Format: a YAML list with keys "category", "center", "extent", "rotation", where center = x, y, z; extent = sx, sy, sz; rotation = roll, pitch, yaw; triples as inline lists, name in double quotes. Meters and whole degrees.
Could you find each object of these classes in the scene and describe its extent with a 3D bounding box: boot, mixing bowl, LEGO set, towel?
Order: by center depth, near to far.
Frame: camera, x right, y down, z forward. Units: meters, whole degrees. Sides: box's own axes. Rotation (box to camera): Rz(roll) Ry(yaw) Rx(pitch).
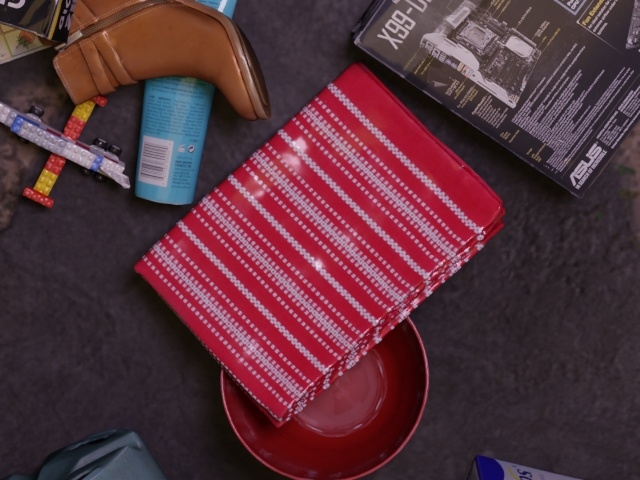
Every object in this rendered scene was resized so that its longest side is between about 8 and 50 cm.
- category: "boot"
  center: [-0.142, -0.153, 1.367]
  extent: [0.152, 0.073, 0.197]
  rotation: [-32, 79, 4]
- category: "towel"
  center: [0.000, 0.000, 1.410]
  extent: [0.275, 0.031, 0.199]
  rotation: [-43, 80, 0]
- category: "LEGO set"
  center: [-0.276, -0.108, 1.418]
  extent: [0.244, 0.060, 0.182]
  rotation: [-19, 109, 1]
- category: "mixing bowl"
  center: [0.008, 0.126, 1.457]
  extent: [0.181, 0.098, 0.181]
  rotation: [-1, 82, 6]

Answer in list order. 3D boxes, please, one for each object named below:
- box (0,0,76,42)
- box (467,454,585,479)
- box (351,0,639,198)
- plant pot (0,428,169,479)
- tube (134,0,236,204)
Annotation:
- category: "box"
  center: [-0.324, -0.326, 1.303]
  extent: [0.322, 0.079, 0.257]
  rotation: [18, 94, 2]
- category: "box"
  center: [0.203, 0.269, 1.502]
  extent: [0.137, 0.126, 0.072]
  rotation: [13, 108, -5]
- category: "box"
  center: [0.209, -0.226, 1.378]
  extent: [0.242, 0.076, 0.307]
  rotation: [33, 104, -10]
- category: "plant pot"
  center: [-0.194, 0.369, 1.442]
  extent: [0.341, 0.341, 0.334]
  rotation: [-26, 98, 7]
- category: "tube"
  center: [-0.122, -0.136, 1.419]
  extent: [0.080, 0.052, 0.207]
  rotation: [9, 101, -6]
